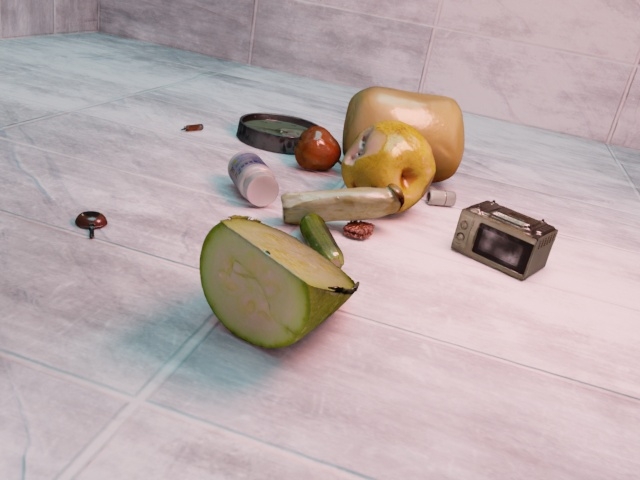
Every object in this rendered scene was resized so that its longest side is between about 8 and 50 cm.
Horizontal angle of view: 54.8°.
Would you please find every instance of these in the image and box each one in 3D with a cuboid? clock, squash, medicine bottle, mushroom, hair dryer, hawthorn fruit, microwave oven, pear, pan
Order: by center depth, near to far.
[{"bbox_3d":[-0.038,0.045,1.132,0.234,0.210,0.309,34,36,19],"label":"squash"},{"bbox_3d":[-0.500,-0.038,1.351,0.068,0.023,0.115,1,25,-23],"label":"pan"},{"bbox_3d":[0.000,0.000,1.419,0.066,0.066,0.229,2,27,-18],"label":"squash"},{"bbox_3d":[0.461,-0.011,1.547,0.205,0.129,0.163,27,30,32],"label":"microwave oven"},{"bbox_3d":[0.057,-0.087,1.549,0.312,0.100,0.081,-6,53,-8],"label":"mushroom"},{"bbox_3d":[-0.182,-0.168,1.668,0.103,0.102,0.186,-1,26,-23],"label":"medicine bottle"},{"bbox_3d":[0.181,-0.206,1.718,0.271,0.271,0.271,9,24,-4],"label":"pear"},{"bbox_3d":[0.357,-0.144,1.907,0.082,0.047,0.137,5,19,-11],"label":"hair dryer"},{"bbox_3d":[0.005,-0.295,1.978,0.189,0.149,0.149,-1,26,-22],"label":"hawthorn fruit"},{"bbox_3d":[-0.142,-0.388,2.219,0.319,0.066,0.319,8,25,-4],"label":"clock"}]

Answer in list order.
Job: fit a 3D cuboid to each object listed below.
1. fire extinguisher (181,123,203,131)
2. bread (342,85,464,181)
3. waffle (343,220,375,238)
[{"bbox_3d":[-0.450,-0.394,2.163,0.028,0.022,0.083,-20,-1,43],"label":"fire extinguisher"},{"bbox_3d":[0.267,-0.322,1.969,0.376,0.252,0.348,7,-20,-10],"label":"bread"},{"bbox_3d":[0.096,-0.027,1.554,0.075,0.029,0.083,8,23,20],"label":"waffle"}]
